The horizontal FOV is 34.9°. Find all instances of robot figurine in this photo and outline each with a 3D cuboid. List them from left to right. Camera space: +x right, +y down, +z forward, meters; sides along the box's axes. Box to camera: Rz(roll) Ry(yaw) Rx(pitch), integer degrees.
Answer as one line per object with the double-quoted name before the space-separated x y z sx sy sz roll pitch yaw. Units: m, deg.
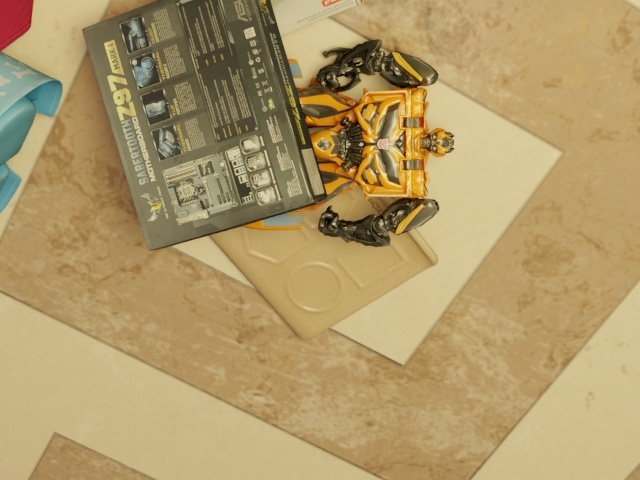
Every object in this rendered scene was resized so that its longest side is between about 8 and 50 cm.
"robot figurine" -0.010 -0.096 1.044 0.290 0.085 0.211 0 96 16

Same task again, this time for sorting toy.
"sorting toy" 0.000 0.000 1.162 0.208 0.038 0.193 -31 111 24

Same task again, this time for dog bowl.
"dog bowl" -0.372 -0.081 1.060 0.074 0.166 0.297 40 132 -2

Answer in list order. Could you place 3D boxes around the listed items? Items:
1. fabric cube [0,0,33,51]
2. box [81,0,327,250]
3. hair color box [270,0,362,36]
"fabric cube" -0.400 -0.312 0.901 0.254 0.259 0.258 14 116 -2
"box" -0.113 -0.124 0.996 0.183 0.059 0.233 -16 92 18
"hair color box" -0.031 -0.296 0.994 0.093 0.053 0.167 -20 114 15
